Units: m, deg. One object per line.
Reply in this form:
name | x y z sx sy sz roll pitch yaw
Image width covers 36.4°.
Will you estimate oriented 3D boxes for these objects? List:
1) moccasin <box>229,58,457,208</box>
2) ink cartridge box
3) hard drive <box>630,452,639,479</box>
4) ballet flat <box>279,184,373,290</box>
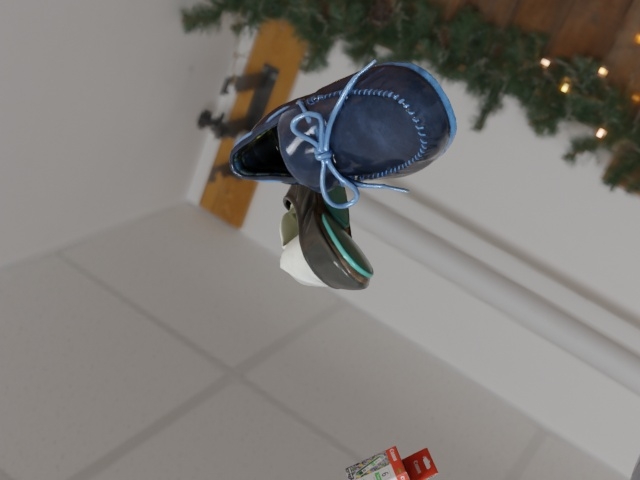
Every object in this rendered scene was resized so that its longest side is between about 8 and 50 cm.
moccasin | 0.012 -0.093 1.027 0.117 0.138 0.342 -31 -172 -26
ink cartridge box | 0.095 0.310 1.304 0.115 0.029 0.063 -25 -155 1
hard drive | 0.464 0.374 1.261 0.172 0.054 0.255 45 -138 -9
ballet flat | 0.000 0.000 1.187 0.095 0.096 0.280 43 -164 -23
